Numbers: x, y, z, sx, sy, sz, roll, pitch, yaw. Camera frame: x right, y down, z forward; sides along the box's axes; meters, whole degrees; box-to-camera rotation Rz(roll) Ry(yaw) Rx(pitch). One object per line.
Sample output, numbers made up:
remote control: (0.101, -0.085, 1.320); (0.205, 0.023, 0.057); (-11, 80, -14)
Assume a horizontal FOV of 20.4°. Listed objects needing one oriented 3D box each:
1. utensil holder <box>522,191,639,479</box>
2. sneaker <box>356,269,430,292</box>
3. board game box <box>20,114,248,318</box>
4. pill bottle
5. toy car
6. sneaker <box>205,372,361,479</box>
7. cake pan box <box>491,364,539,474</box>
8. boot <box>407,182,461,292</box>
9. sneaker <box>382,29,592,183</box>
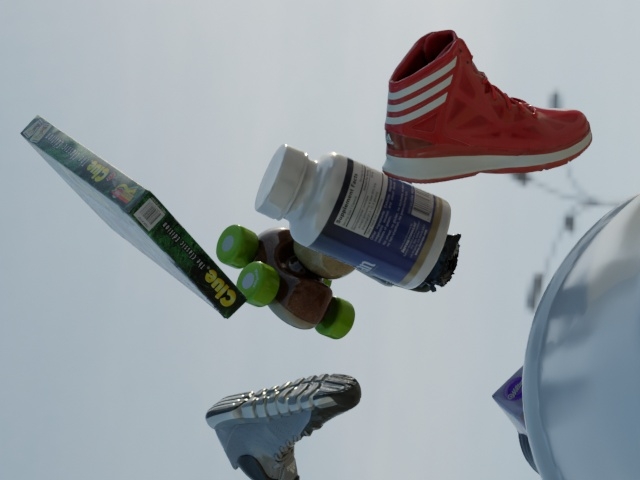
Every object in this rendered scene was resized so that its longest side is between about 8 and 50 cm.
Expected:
utensil holder: (0.315, 0.079, 1.109); (0.385, 0.328, 0.327); (104, 174, -80)
sneaker: (0.083, 0.010, 2.603); (0.271, 0.100, 0.108); (18, -147, -49)
board game box: (-0.162, -0.024, 1.504); (0.030, 0.260, 0.136); (-44, -59, -9)
pill bottle: (0.028, -0.027, 1.668); (0.094, 0.169, 0.094); (-157, 90, -78)
toy car: (0.000, 0.000, 2.117); (0.155, 0.149, 0.188); (25, -68, -38)
sneaker: (-0.030, 0.251, 2.284); (0.086, 0.229, 0.132); (-35, -71, -56)
cake pan box: (0.352, 0.181, 2.057); (0.267, 0.070, 0.246); (-44, -56, -6)
boot: (0.113, -0.009, 2.025); (0.045, 0.099, 0.121); (24, -97, -68)
sneaker: (0.155, -0.128, 1.596); (0.221, 0.087, 0.128); (-13, -70, -33)
